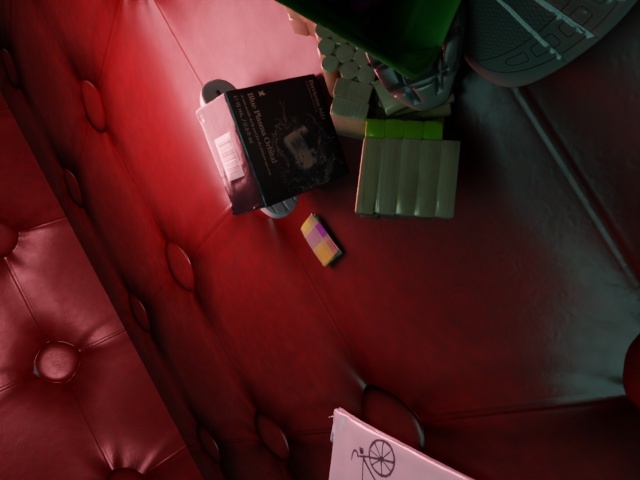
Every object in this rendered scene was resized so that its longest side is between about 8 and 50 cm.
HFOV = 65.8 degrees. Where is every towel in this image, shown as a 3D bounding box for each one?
[{"bbox_3d":[0.000,0.000,0.828,0.083,0.009,0.060,55,142,12],"label":"towel"}]

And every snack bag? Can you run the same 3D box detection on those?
[{"bbox_3d":[0.125,0.505,0.863,0.342,0.037,0.323,9,94,48],"label":"snack bag"}]

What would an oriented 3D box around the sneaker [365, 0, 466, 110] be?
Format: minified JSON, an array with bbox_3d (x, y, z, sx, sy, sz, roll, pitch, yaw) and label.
[{"bbox_3d":[0.089,-0.259,0.480,0.101,0.106,0.268,-12,92,32],"label":"sneaker"}]

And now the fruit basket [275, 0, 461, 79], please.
[{"bbox_3d":[0.089,-0.285,0.258,0.391,0.283,0.392,1,91,36],"label":"fruit basket"}]

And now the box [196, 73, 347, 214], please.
[{"bbox_3d":[-0.066,-0.138,0.704,0.093,0.158,0.156,-8,105,51],"label":"box"}]

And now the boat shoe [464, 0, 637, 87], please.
[{"bbox_3d":[0.223,-0.255,0.368,0.118,0.103,0.320,41,143,11],"label":"boat shoe"}]

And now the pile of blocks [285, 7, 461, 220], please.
[{"bbox_3d":[0.068,-0.184,0.591,0.112,0.148,0.362,25,-134,-82],"label":"pile of blocks"}]

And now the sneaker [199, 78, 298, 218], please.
[{"bbox_3d":[-0.118,-0.147,0.834,0.258,0.094,0.091,61,163,8],"label":"sneaker"}]
